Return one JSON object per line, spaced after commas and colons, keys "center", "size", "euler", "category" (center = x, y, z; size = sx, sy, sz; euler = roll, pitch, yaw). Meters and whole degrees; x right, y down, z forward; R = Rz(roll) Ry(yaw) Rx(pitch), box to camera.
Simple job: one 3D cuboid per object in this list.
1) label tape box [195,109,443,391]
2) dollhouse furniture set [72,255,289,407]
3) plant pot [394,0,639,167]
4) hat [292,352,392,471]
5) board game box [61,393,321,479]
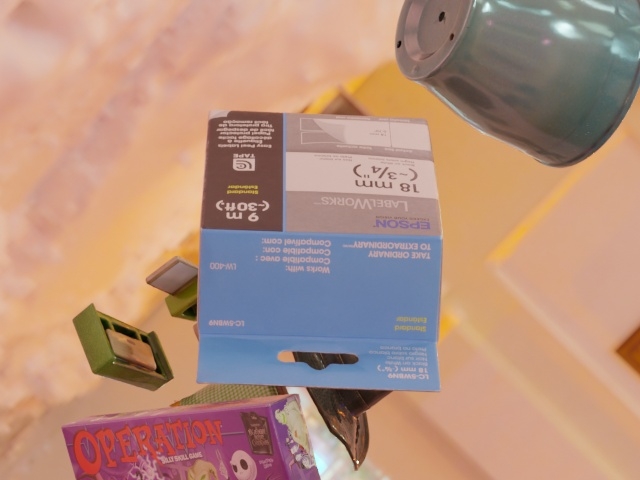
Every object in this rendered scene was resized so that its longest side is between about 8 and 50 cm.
{"center": [0.000, 0.000, 1.612], "size": [0.333, 0.241, 0.106], "euler": [-92, -175, -54], "category": "label tape box"}
{"center": [-0.179, 0.190, 2.198], "size": [0.197, 0.301, 0.151], "euler": [-36, 148, 15], "category": "dollhouse furniture set"}
{"center": [0.248, -0.259, 2.116], "size": [0.272, 0.255, 0.271], "euler": [-39, -136, 49], "category": "plant pot"}
{"center": [0.057, 0.131, 2.099], "size": [0.134, 0.331, 0.331], "euler": [-18, 178, 9], "category": "hat"}
{"center": [-0.128, 0.273, 1.657], "size": [0.056, 0.208, 0.347], "euler": [-12, 180, -45], "category": "board game box"}
